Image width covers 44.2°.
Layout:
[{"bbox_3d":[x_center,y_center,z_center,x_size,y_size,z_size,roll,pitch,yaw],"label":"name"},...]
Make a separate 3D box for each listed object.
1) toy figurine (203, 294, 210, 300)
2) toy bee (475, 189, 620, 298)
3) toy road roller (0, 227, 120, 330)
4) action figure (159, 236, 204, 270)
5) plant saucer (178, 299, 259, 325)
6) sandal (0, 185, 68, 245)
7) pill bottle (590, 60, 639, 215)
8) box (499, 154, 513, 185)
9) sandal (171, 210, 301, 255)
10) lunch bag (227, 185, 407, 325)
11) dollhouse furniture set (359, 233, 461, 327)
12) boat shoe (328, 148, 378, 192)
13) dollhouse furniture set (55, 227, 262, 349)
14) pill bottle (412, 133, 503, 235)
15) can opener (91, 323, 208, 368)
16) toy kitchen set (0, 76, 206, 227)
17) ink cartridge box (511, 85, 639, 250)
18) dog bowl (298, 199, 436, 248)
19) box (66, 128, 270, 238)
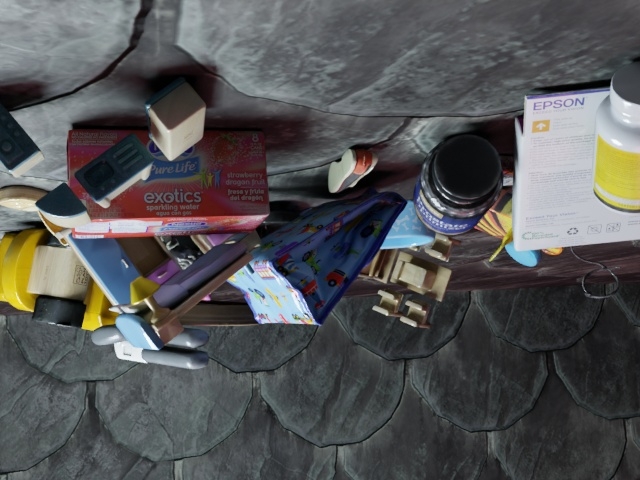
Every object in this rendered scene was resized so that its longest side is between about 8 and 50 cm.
[{"bbox_3d":[-0.310,0.096,1.903,0.173,0.159,0.130,-4,170,-2],"label":"toy figurine"},{"bbox_3d":[0.400,-0.036,1.425,0.298,0.195,0.162,11,150,21],"label":"toy bee"},{"bbox_3d":[-0.508,0.072,1.610,0.240,0.203,0.329,6,172,26],"label":"toy road roller"},{"bbox_3d":[-0.301,0.052,1.502,0.164,0.141,0.275,-9,144,38],"label":"action figure"},{"bbox_3d":[-0.248,0.141,1.563,0.277,0.041,0.278,3,178,0],"label":"plant saucer"},{"bbox_3d":[-0.445,-0.031,1.343,0.088,0.079,0.240,-9,169,26],"label":"sandal"},{"bbox_3d":[0.385,-0.122,0.954,0.103,0.103,0.184,-6,142,11],"label":"pill bottle"},{"bbox_3d":[0.325,-0.116,1.329,0.137,0.027,0.094,1,170,-29],"label":"box"},{"bbox_3d":[-0.185,0.018,1.655,0.167,0.107,0.445,3,168,-37],"label":"sandal"},{"bbox_3d":[0.000,0.000,1.360,0.293,0.138,0.221,-45,-163,-25],"label":"lunch bag"},{"bbox_3d":[0.202,0.069,1.851,0.242,0.212,0.161,21,-176,33],"label":"dollhouse furniture set"},{"bbox_3d":[0.046,-0.107,1.218,0.043,0.049,0.137,-3,166,-19],"label":"boat shoe"},{"bbox_3d":[-0.221,-0.005,1.184,0.286,0.198,0.303,-39,-167,-23],"label":"dollhouse furniture set"},{"bbox_3d":[0.207,-0.084,1.189,0.122,0.123,0.219,-5,170,2],"label":"pill bottle"},{"bbox_3d":[-0.320,0.191,1.438,0.095,0.076,0.283,-1,179,-44],"label":"can opener"},{"bbox_3d":[-0.261,-0.136,0.882,0.207,0.166,0.122,-40,179,-15],"label":"toy kitchen set"},{"bbox_3d":[0.436,-0.118,1.099,0.324,0.071,0.330,-5,141,7],"label":"ink cartridge box"},{"bbox_3d":[0.100,-0.026,1.624,0.297,0.074,0.166,-3,170,-4],"label":"dog bowl"},{"bbox_3d":[-0.206,-0.075,1.063,0.256,0.123,0.128,-2,171,-16],"label":"box"}]
